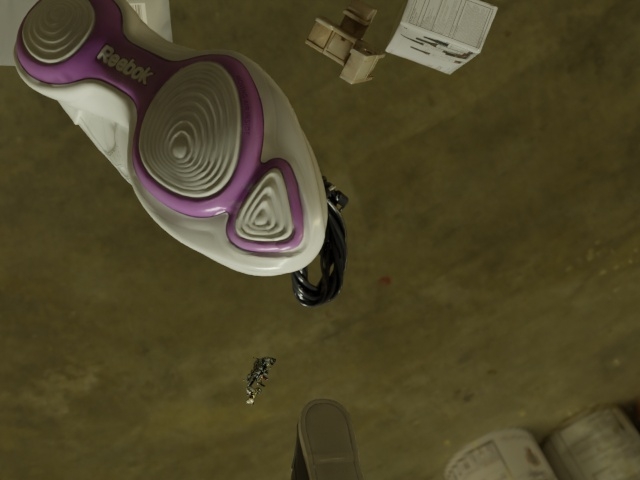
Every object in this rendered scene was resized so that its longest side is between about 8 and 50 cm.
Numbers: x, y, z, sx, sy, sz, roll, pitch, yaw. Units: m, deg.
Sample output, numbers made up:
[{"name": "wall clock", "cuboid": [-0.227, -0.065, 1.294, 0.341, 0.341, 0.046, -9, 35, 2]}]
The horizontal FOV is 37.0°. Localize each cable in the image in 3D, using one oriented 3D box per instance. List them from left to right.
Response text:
[{"name": "cable", "cuboid": [0.000, 0.000, 1.285, 0.047, 0.184, 0.150, 4, 155, 18]}]

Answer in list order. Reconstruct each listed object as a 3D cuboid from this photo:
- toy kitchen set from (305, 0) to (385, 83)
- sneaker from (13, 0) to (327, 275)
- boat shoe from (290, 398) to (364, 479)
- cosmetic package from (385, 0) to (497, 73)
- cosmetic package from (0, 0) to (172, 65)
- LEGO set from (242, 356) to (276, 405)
[{"name": "toy kitchen set", "cuboid": [0.026, -0.218, 1.013, 0.068, 0.083, 0.075, -61, 169, 21]}, {"name": "sneaker", "cuboid": [-0.086, -0.074, 0.666, 0.114, 0.305, 0.152, -47, 146, -1]}, {"name": "boat shoe", "cuboid": [0.007, 0.252, 0.895, 0.075, 0.206, 0.065, 4, 140, -11]}, {"name": "cosmetic package", "cuboid": [0.140, -0.255, 1.167, 0.099, 0.239, 0.060, 22, 94, -1]}, {"name": "cosmetic package", "cuboid": [-0.289, -0.256, 1.130, 0.127, 0.238, 0.107, -15, 106, -37]}, {"name": "LEGO set", "cuboid": [-0.073, 0.151, 1.073, 0.023, 0.083, 0.054, 30, 90, -4]}]
